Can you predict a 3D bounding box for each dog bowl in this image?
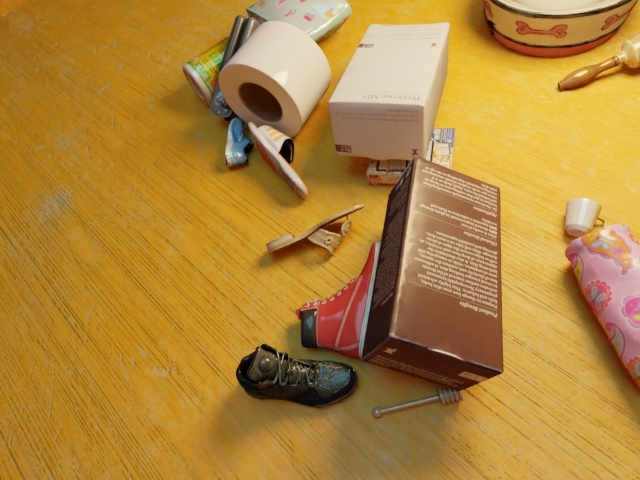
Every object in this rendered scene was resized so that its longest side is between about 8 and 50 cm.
[{"bbox_3d":[0.627,-0.655,1.203,0.408,0.150,0.408,-7,57,10],"label":"dog bowl"}]

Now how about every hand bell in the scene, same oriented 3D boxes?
[{"bbox_3d":[0.693,-0.424,1.087,0.242,0.126,0.126,-21,55,16],"label":"hand bell"}]

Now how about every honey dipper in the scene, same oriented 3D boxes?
[{"bbox_3d":[0.170,0.289,0.806,0.161,0.030,0.030,-18,56,6],"label":"honey dipper"}]

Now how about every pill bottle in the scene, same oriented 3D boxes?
[{"bbox_3d":[-0.272,-0.523,1.358,0.246,0.136,0.136,-38,58,-10],"label":"pill bottle"}]

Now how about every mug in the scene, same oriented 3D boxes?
[{"bbox_3d":[0.524,-0.040,0.901,0.078,0.062,0.064,14,71,29],"label":"mug"}]

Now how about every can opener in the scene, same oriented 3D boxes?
[{"bbox_3d":[-0.233,-0.477,1.283,0.076,0.095,0.283,22,96,23],"label":"can opener"}]

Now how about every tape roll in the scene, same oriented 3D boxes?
[{"bbox_3d":[-0.116,-0.412,1.184,0.246,0.246,0.169,19,66,24],"label":"tape roll"}]

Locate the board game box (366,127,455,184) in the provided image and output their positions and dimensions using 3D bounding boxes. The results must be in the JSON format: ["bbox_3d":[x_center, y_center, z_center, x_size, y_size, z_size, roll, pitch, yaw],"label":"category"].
[{"bbox_3d":[0.218,-0.201,1.087,0.193,0.045,0.147,5,60,17],"label":"board game box"}]

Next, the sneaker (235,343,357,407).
[{"bbox_3d":[-0.050,0.247,0.829,0.227,0.130,0.087,1,61,13],"label":"sneaker"}]

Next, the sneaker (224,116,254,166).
[{"bbox_3d":[-0.218,-0.266,1.243,0.073,0.063,0.162,3,61,-6],"label":"sneaker"}]

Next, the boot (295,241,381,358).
[{"bbox_3d":[0.044,0.106,0.920,0.176,0.088,0.244,7,64,20],"label":"boot"}]

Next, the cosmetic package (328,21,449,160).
[{"bbox_3d":[0.178,-0.368,1.097,0.217,0.156,0.385,6,48,17],"label":"cosmetic package"}]

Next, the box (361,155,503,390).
[{"bbox_3d":[0.210,0.050,0.824,0.191,0.143,0.381,20,54,-6],"label":"box"}]

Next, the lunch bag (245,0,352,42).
[{"bbox_3d":[-0.058,-0.665,1.381,0.223,0.160,0.262,-39,52,-12],"label":"lunch bag"}]

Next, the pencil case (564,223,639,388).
[{"bbox_3d":[0.535,0.111,0.773,0.124,0.124,0.284,-17,57,4],"label":"pencil case"}]

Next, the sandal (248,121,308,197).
[{"bbox_3d":[-0.089,-0.212,1.148,0.076,0.102,0.265,-35,66,-10],"label":"sandal"}]

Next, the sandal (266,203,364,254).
[{"bbox_3d":[0.001,0.000,1.016,0.240,0.088,0.079,-22,87,8],"label":"sandal"}]
